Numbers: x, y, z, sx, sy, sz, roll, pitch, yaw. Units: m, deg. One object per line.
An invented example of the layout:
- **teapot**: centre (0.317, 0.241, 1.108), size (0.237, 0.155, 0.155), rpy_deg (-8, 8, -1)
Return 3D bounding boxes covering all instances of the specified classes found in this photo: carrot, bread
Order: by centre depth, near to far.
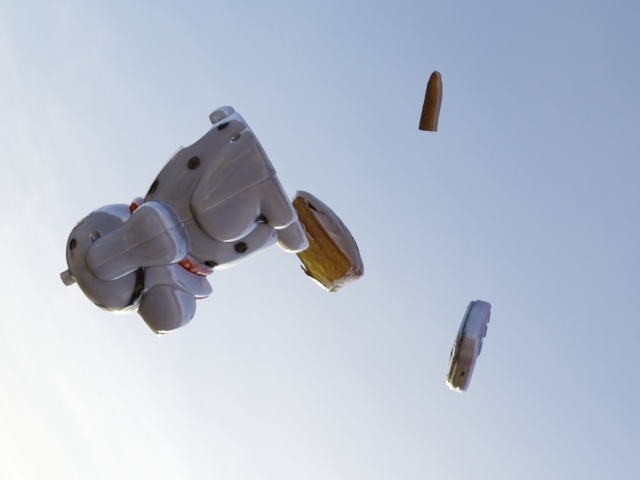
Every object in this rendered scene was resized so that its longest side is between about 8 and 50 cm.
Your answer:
- **carrot**: centre (0.255, -0.316, 1.621), size (0.048, 0.048, 0.139), rpy_deg (29, -58, 42)
- **bread**: centre (0.000, 0.000, 1.726), size (0.269, 0.143, 0.195), rpy_deg (51, 4, 30)

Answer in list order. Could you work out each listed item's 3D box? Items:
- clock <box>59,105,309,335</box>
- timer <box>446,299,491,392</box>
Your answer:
- **clock**: centre (-0.157, -0.007, 0.772), size (0.189, 0.254, 0.189), rpy_deg (55, -6, 9)
- **timer**: centre (0.360, 0.255, 1.734), size (0.069, 0.208, 0.190), rpy_deg (16, -48, 14)
